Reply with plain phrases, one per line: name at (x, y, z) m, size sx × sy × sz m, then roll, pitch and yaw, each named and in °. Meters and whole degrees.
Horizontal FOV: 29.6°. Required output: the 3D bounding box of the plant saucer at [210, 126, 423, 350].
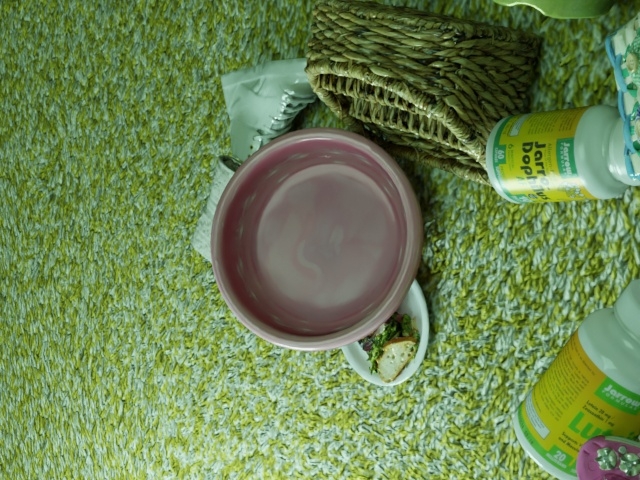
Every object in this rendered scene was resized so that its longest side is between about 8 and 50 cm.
plant saucer at (0.000, 0.000, 1.803) m, size 0.332 × 0.084 × 0.332 m, roll -3°, pitch 81°, yaw 22°

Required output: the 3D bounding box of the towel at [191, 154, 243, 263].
towel at (-0.087, 0.012, 1.951) m, size 0.282 × 0.049 × 0.187 m, roll 37°, pitch 124°, yaw 22°

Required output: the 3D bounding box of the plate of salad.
plate of salad at (0.084, 0.122, 1.831) m, size 0.200 × 0.048 × 0.199 m, roll 5°, pitch 97°, yaw 48°

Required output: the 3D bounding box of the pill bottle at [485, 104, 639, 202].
pill bottle at (0.319, -0.107, 1.505) m, size 0.208 × 0.118 × 0.117 m, roll -1°, pitch 92°, yaw 47°

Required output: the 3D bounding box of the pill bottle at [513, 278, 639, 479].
pill bottle at (0.352, 0.169, 1.476) m, size 0.136 × 0.136 × 0.245 m, roll 51°, pitch 127°, yaw 32°

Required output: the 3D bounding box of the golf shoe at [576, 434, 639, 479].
golf shoe at (0.438, 0.310, 1.375) m, size 0.306 × 0.140 × 0.115 m, roll 29°, pitch 112°, yaw 32°

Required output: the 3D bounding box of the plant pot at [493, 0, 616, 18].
plant pot at (0.289, -0.410, 1.436) m, size 0.276 × 0.276 × 0.253 m, roll 38°, pitch 130°, yaw 39°

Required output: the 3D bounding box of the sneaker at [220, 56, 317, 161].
sneaker at (-0.055, -0.200, 1.925) m, size 0.292 × 0.108 × 0.169 m, roll -4°, pitch 92°, yaw 57°

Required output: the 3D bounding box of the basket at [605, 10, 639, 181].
basket at (0.452, -0.167, 1.293) m, size 0.289 × 0.201 × 0.254 m, roll -17°, pitch 79°, yaw 57°

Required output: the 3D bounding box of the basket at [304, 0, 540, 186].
basket at (0.113, -0.202, 1.652) m, size 0.299 × 0.214 × 0.223 m, roll 24°, pitch 110°, yaw 44°
